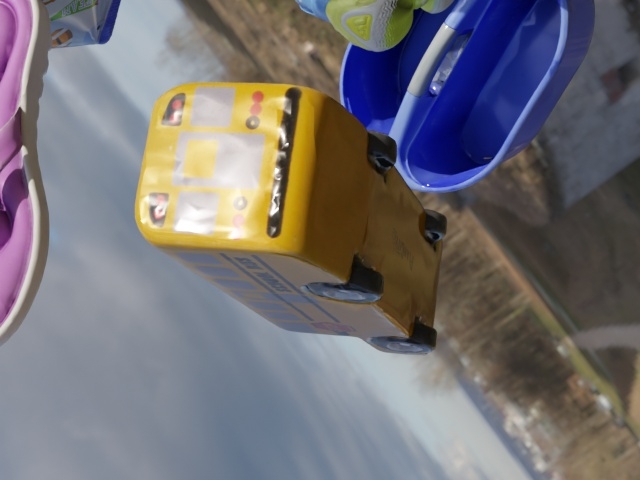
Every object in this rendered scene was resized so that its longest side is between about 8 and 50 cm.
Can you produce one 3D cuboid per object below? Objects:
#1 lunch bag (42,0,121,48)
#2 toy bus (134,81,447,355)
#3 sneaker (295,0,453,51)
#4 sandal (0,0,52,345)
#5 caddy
[{"bbox_3d":[-0.376,-0.438,1.505,0.239,0.385,0.328,44,-144,19],"label":"lunch bag"},{"bbox_3d":[0.000,0.000,0.867,0.332,0.130,0.108,43,-129,-68],"label":"toy bus"},{"bbox_3d":[0.056,-0.257,1.134,0.126,0.091,0.240,25,-145,16],"label":"sneaker"},{"bbox_3d":[-0.342,-0.086,1.138,0.102,0.169,0.416,62,-160,-58],"label":"sandal"},{"bbox_3d":[0.167,-0.221,1.470,0.241,0.341,0.179,39,-150,20],"label":"caddy"}]
